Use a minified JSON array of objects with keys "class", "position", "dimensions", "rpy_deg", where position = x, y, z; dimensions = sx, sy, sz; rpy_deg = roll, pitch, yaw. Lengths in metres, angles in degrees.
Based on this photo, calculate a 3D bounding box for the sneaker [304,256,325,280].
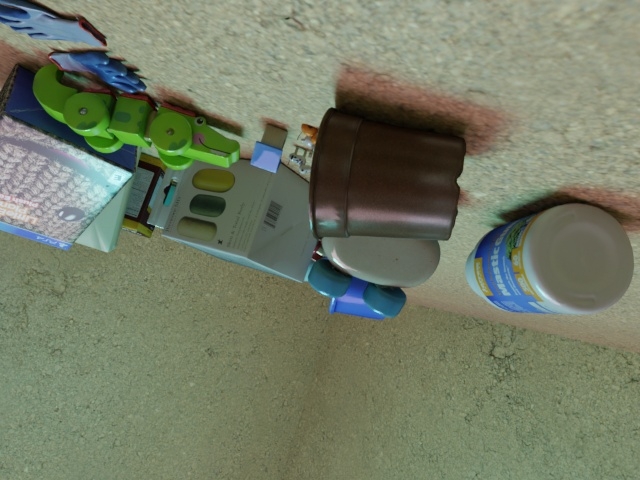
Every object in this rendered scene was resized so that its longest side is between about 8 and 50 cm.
[{"class":"sneaker","position":[-0.020,0.063,1.488],"dimensions":[0.208,0.127,0.319],"rpy_deg":[21,-164,-13]}]

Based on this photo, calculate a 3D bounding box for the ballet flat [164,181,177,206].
[{"class":"ballet flat","position":[-0.383,-0.091,1.533],"dimensions":[0.401,0.139,0.139],"rpy_deg":[18,171,-9]}]

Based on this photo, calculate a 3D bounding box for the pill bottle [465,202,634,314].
[{"class":"pill bottle","position":[0.333,0.040,0.751],"dimensions":[0.153,0.152,0.272],"rpy_deg":[18,171,-3]}]

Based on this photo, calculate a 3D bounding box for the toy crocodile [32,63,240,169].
[{"class":"toy crocodile","position":[-0.299,-0.195,0.787],"dimensions":[0.341,0.105,0.115],"rpy_deg":[14,171,-3]}]

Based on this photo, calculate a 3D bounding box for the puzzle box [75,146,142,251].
[{"class":"puzzle box","position":[-0.656,-0.163,1.114],"dimensions":[0.409,0.271,0.052],"rpy_deg":[19,-167,-5]}]

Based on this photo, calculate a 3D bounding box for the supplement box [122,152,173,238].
[{"class":"supplement box","position":[-0.503,-0.125,1.277],"dimensions":[0.129,0.194,0.191],"rpy_deg":[19,171,-7]}]

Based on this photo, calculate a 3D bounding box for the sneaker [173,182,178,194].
[{"class":"sneaker","position":[-0.316,-0.094,1.319],"dimensions":[0.164,0.086,0.226],"rpy_deg":[23,169,-9]}]

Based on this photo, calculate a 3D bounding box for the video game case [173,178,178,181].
[{"class":"video game case","position":[-0.320,-0.150,1.337],"dimensions":[0.157,0.019,0.143],"rpy_deg":[12,169,38]}]

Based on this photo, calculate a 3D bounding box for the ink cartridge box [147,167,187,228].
[{"class":"ink cartridge box","position":[-0.296,-0.084,1.161],"dimensions":[0.225,0.180,0.056],"rpy_deg":[24,166,-34]}]

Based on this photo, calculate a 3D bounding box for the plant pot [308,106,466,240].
[{"class":"plant pot","position":[0.085,-0.070,0.584],"dimensions":[0.165,0.166,0.167],"rpy_deg":[9,170,11]}]

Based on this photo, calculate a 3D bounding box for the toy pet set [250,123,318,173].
[{"class":"toy pet set","position":[-0.044,-0.131,0.734],"dimensions":[0.114,0.065,0.122],"rpy_deg":[19,171,-5]}]

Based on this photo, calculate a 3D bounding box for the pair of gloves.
[{"class":"pair of gloves","position":[-0.343,-0.264,0.652],"dimensions":[0.160,0.023,0.198],"rpy_deg":[15,172,14]}]

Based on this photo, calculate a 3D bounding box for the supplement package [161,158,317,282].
[{"class":"supplement package","position":[-0.160,-0.050,1.033],"dimensions":[0.263,0.199,0.198],"rpy_deg":[12,169,35]}]

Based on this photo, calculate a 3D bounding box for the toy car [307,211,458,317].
[{"class":"toy car","position":[0.093,-0.025,0.869],"dimensions":[0.211,0.219,0.238],"rpy_deg":[20,-161,-14]}]

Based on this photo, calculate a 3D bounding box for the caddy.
[{"class":"caddy","position":[0.086,0.069,1.174],"dimensions":[0.179,0.241,0.341],"rpy_deg":[11,170,3]}]

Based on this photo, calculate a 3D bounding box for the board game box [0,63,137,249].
[{"class":"board game box","position":[-0.537,-0.143,0.924],"dimensions":[0.291,0.141,0.232],"rpy_deg":[-37,138,29]}]

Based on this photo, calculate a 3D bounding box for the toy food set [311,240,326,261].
[{"class":"toy food set","position":[0.000,0.000,1.251],"dimensions":[0.105,0.111,0.232],"rpy_deg":[31,173,-2]}]
